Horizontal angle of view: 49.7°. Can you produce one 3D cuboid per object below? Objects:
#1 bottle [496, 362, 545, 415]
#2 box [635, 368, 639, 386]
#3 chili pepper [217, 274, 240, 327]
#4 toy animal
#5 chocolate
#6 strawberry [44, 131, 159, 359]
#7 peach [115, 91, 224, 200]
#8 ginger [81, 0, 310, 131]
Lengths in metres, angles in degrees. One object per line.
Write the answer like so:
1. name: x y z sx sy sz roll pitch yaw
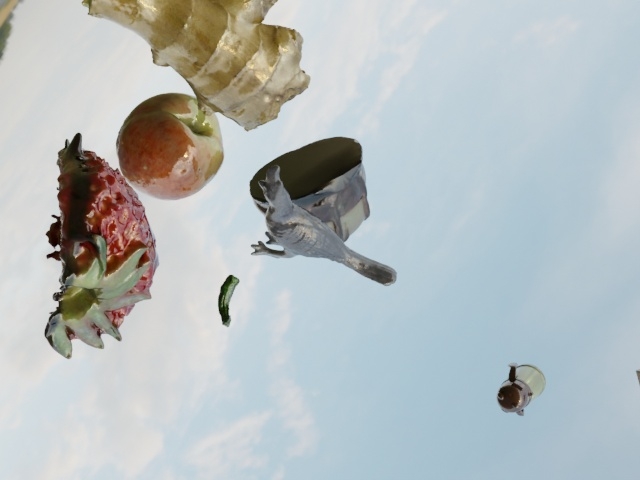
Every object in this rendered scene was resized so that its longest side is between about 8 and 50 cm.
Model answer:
1. bottle: 0.252 0.190 0.884 0.047 0.101 0.063 -41 -106 29
2. box: 0.437 0.207 0.887 0.046 0.012 0.083 -15 -89 65
3. chili pepper: -0.194 0.126 1.402 0.055 0.035 0.118 -47 -151 51
4. toy animal: -0.037 -0.003 1.317 0.206 0.367 0.081 -14 -132 40
5. chocolate: -0.005 -0.090 1.549 0.284 0.186 0.283 -19 -152 11
6. strawberry: -0.282 -0.022 0.895 0.306 0.138 0.233 -112 -147 -47
7. peach: -0.302 -0.175 1.362 0.232 0.232 0.232 -36 -146 30
8. ginger: -0.176 -0.341 1.101 0.236 0.375 0.166 -34 -132 22
